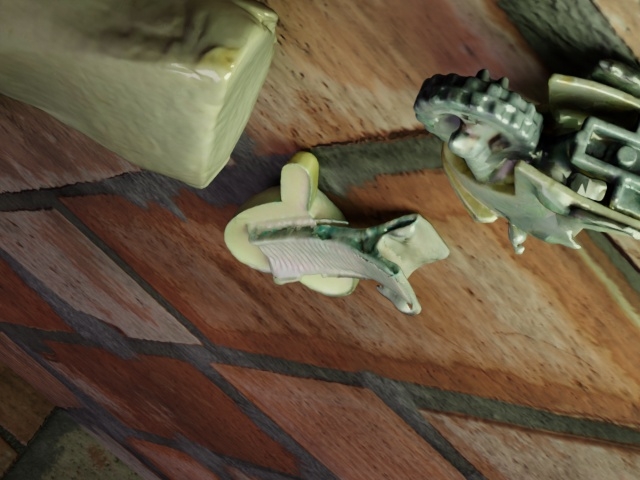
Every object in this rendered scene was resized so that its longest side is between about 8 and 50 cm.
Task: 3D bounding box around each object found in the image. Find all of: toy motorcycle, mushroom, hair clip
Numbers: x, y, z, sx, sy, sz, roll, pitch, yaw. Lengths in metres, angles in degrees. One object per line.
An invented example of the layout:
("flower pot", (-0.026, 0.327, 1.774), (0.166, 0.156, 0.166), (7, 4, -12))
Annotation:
("toy motorcycle", (0.159, -0.034, 0.758), (0.229, 0.094, 0.130), (22, 164, 3))
("mushroom", (-0.187, -0.160, 0.967), (0.407, 0.137, 0.154), (28, 170, 29))
("hair clip", (-0.001, -0.003, 1.107), (0.218, 0.071, 0.159), (5, 139, 45))
